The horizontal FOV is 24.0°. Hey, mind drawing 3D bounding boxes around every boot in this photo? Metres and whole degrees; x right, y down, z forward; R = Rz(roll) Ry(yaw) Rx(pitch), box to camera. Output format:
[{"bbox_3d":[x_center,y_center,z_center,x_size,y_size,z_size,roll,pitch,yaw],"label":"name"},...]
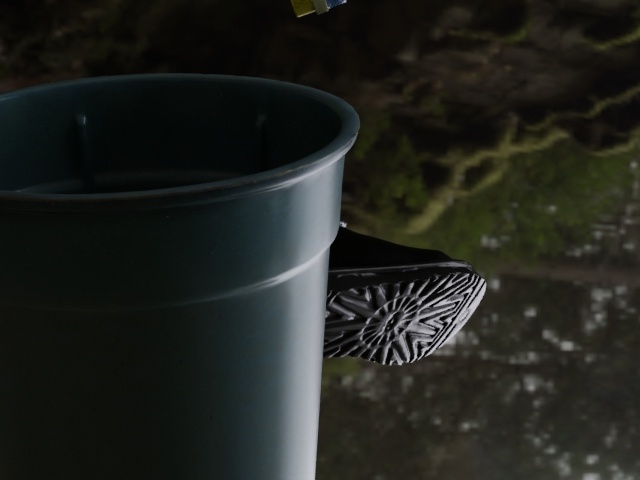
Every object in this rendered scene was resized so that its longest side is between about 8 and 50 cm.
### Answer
[{"bbox_3d":[0.001,-0.003,1.608,0.131,0.348,0.260,-55,-126,24],"label":"boot"}]

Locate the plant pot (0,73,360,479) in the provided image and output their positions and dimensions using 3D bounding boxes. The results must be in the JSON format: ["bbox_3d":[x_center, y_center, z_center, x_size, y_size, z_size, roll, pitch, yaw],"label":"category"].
[{"bbox_3d":[-0.137,0.071,1.156,0.341,0.341,0.334,33,-51,57],"label":"plant pot"}]

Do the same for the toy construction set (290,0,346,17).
[{"bbox_3d":[-0.037,-0.352,1.347,0.151,0.328,0.215,-33,-164,8],"label":"toy construction set"}]
